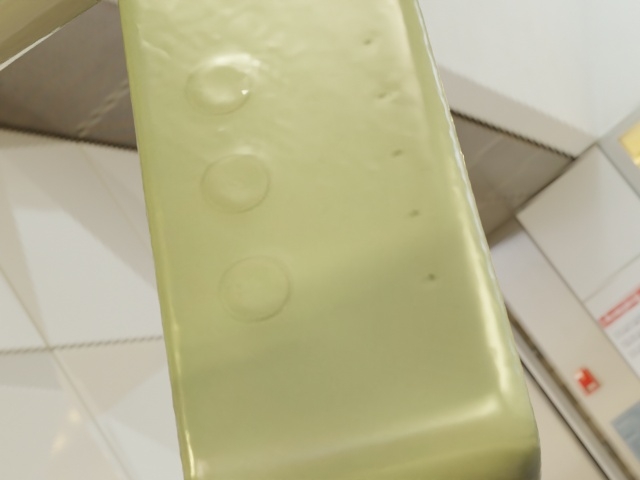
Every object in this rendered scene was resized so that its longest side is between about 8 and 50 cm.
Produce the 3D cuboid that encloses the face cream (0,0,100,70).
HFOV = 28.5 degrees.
[{"bbox_3d":[-0.099,-0.131,0.445,0.345,0.102,0.102,-35,-16,-2],"label":"face cream"}]

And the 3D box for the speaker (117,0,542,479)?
[{"bbox_3d":[0.000,0.000,0.776,0.184,0.406,0.183,-13,-28,3],"label":"speaker"}]
